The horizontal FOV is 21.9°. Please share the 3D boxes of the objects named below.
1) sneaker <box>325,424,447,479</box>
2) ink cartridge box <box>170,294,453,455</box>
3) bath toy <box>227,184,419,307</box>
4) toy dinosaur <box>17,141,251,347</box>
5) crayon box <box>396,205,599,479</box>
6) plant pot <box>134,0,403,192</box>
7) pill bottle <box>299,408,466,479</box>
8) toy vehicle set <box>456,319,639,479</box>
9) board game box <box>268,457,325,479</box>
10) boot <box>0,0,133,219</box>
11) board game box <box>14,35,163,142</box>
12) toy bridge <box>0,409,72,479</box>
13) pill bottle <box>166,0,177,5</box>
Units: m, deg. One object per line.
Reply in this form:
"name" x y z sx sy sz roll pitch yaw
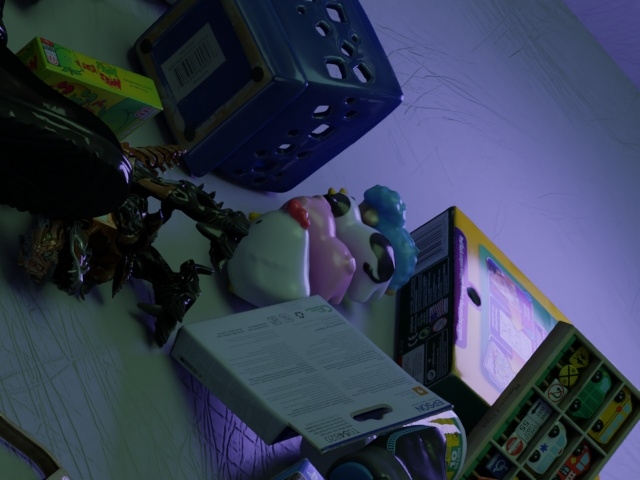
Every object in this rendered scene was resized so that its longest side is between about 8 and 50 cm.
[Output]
"sneaker" 0.120 0.352 1.685 0.140 0.125 0.341 -28 109 -44
"ink cartridge box" -0.008 0.151 1.757 0.223 0.045 0.224 -10 40 -47
"bath toy" 0.000 0.000 2.012 0.151 0.129 0.348 27 16 23
"toy dinosaur" -0.193 -0.031 1.709 0.218 0.164 0.322 35 50 -4
"crayon box" 0.241 0.176 2.239 0.313 0.106 0.363 44 28 -24
"plant pot" -0.079 -0.210 2.019 0.212 0.236 0.236 -1 60 -52
"pill bottle" 0.069 0.234 1.859 0.208 0.117 0.117 8 52 -58
"toy vehicle set" 0.275 0.253 2.057 0.166 0.267 0.035 42 -8 -24
"board game box" -0.032 0.381 1.485 0.232 0.141 0.291 51 26 -9
"boot" -0.309 -0.196 1.571 0.348 0.131 0.260 28 51 -19
"board game box" -0.266 -0.154 1.777 0.181 0.092 0.043 16 47 -53
"toy bridge" -0.242 0.220 1.450 0.188 0.026 0.063 55 25 -2
"pill bottle" -0.140 -0.346 2.189 0.208 0.119 0.119 27 38 -46
